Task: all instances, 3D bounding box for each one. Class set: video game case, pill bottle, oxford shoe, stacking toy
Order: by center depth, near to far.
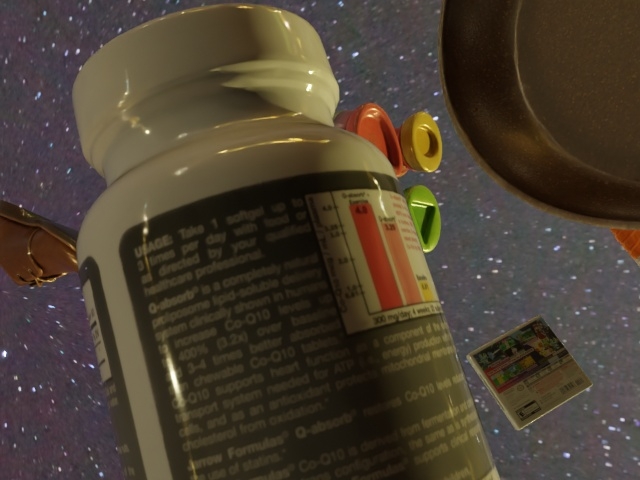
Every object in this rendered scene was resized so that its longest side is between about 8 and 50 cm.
[{"bbox_3d":[-0.029,0.058,0.420,0.210,0.210,0.362,-11,-103,-26],"label":"pill bottle"},{"bbox_3d":[-0.272,0.018,0.682,0.076,0.212,0.076,34,-105,-47],"label":"oxford shoe"},{"bbox_3d":[0.108,-0.111,1.291,0.309,0.130,0.279,1,-96,-51],"label":"stacking toy"},{"bbox_3d":[0.444,0.277,1.441,0.201,0.023,0.183,-25,-115,-16],"label":"video game case"}]

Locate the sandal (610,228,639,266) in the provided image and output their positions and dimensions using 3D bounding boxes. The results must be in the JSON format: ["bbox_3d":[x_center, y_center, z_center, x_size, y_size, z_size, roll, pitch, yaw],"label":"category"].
[{"bbox_3d":[0.635,0.005,1.287,0.076,0.102,0.265,-23,-96,-57],"label":"sandal"}]

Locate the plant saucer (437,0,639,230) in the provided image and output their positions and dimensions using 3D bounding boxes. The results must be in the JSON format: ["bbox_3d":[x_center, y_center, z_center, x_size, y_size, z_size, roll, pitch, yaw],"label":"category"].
[{"bbox_3d":[0.185,-0.149,0.312,0.050,0.311,0.310,17,-101,-35],"label":"plant saucer"}]
